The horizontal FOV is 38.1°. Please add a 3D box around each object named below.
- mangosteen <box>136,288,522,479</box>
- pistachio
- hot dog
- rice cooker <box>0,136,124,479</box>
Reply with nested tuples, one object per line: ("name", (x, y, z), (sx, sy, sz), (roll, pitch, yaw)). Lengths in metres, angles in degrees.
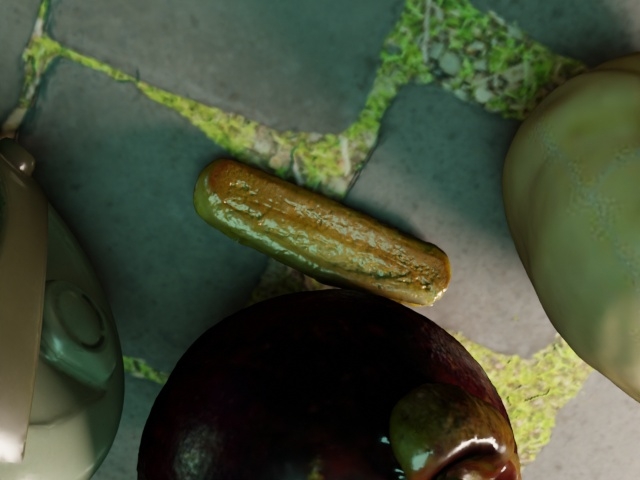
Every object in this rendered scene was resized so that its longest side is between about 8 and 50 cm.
("mangosteen", (0.016, 0.188, 0.683), (0.297, 0.293, 0.297), (-13, 129, -17))
("pistachio", (0.261, 0.011, 0.650), (0.321, 0.229, 0.238), (45, 149, -23))
("hot dog", (0.000, 0.000, 0.733), (0.216, 0.047, 0.066), (21, 76, -11))
("rice cooker", (-0.318, 0.079, 0.614), (0.325, 0.335, 0.335), (-30, 111, 15))
